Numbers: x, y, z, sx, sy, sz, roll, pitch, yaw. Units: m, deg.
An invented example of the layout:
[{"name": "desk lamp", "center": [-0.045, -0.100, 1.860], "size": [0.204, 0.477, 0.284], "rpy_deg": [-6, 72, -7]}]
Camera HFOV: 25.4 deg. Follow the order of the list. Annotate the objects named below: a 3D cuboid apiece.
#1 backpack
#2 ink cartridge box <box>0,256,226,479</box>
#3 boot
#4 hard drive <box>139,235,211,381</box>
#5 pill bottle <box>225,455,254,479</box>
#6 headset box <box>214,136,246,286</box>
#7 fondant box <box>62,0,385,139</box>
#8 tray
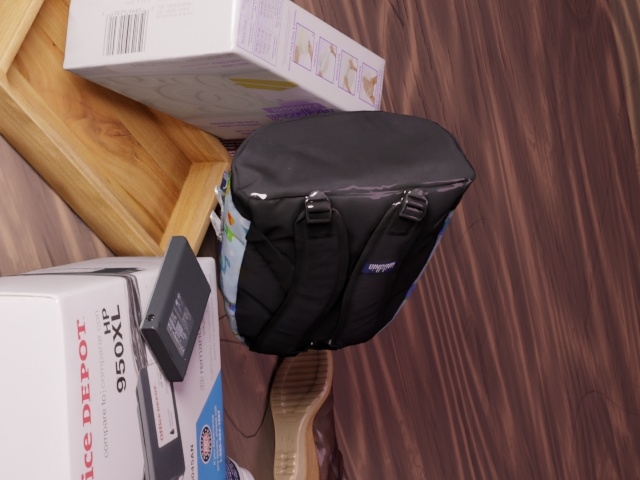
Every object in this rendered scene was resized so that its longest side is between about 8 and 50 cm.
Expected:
[{"name": "backpack", "center": [0.000, 0.000, 1.754], "size": [0.273, 0.290, 0.356], "rpy_deg": [-113, -158, -45]}, {"name": "ink cartridge box", "center": [-0.256, 0.176, 1.567], "size": [0.395, 0.166, 0.286], "rpy_deg": [-15, 103, -70]}, {"name": "boot", "center": [-0.010, 0.289, 2.149], "size": [0.207, 0.090, 0.248], "rpy_deg": [55, 43, -60]}, {"name": "hard drive", "center": [-0.158, 0.075, 1.571], "size": [0.094, 0.022, 0.135], "rpy_deg": [68, 26, -43]}, {"name": "pill bottle", "center": [-0.158, 0.323, 1.865], "size": [0.169, 0.094, 0.094], "rpy_deg": [24, 70, -56]}, {"name": "headset box", "center": [-0.052, -0.088, 2.029], "size": [0.218, 0.110, 0.293], "rpy_deg": [-11, 99, -58]}, {"name": "fondant box", "center": [-0.105, -0.208, 1.681], "size": [0.330, 0.238, 0.096], "rpy_deg": [18, 73, -57]}, {"name": "tray", "center": [-0.260, -0.141, 1.723], "size": [0.411, 0.076, 0.203], "rpy_deg": [54, 46, -45]}]
